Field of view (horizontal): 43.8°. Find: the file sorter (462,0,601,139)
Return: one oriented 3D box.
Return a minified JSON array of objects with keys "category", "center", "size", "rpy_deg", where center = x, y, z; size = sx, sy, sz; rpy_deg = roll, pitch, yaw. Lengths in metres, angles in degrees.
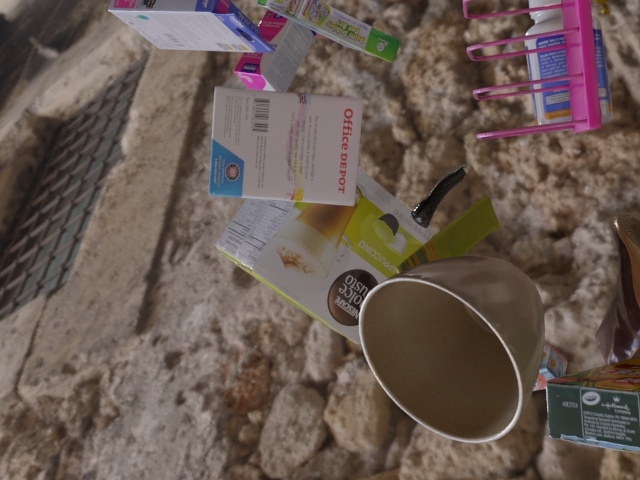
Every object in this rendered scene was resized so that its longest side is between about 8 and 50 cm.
[{"category":"file sorter","center":[0.324,-0.308,1.256],"size":[0.202,0.182,0.291],"rpy_deg":[-26,-70,-77]}]

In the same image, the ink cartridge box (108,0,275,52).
[{"category":"ink cartridge box","center":[-0.261,-0.458,1.661],"size":[0.185,0.311,0.065],"rpy_deg":[28,-105,-63]}]

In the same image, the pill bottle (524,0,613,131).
[{"category":"pill bottle","center":[0.493,-0.361,1.598],"size":[0.152,0.152,0.272],"rpy_deg":[-10,-87,-59]}]

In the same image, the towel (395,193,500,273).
[{"category":"towel","center":[0.256,0.013,1.585],"size":[0.021,0.237,0.102],"rpy_deg":[47,173,42]}]

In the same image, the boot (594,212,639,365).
[{"category":"boot","center":[0.527,0.091,1.389],"size":[0.090,0.207,0.248],"rpy_deg":[13,-144,-14]}]

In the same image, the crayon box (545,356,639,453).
[{"category":"crayon box","center":[0.481,0.209,1.064],"size":[0.318,0.202,0.081],"rpy_deg":[-3,-92,-38]}]

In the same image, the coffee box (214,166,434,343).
[{"category":"coffee box","center":[0.000,0.000,1.946],"size":[0.337,0.334,0.338],"rpy_deg":[37,174,-23]}]

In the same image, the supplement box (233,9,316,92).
[{"category":"supplement box","center":[-0.122,-0.509,2.162],"size":[0.114,0.111,0.220],"rpy_deg":[43,-113,-52]}]

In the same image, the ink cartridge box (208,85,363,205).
[{"category":"ink cartridge box","center":[-0.069,-0.177,1.518],"size":[0.197,0.269,0.198],"rpy_deg":[-136,50,-82]}]

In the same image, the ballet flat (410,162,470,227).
[{"category":"ballet flat","center":[0.266,-0.101,1.738],"size":[0.049,0.173,0.057],"rpy_deg":[44,177,-6]}]

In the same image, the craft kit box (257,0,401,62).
[{"category":"craft kit box","center":[0.014,-0.478,1.744],"size":[0.249,0.061,0.246],"rpy_deg":[17,-164,-31]}]

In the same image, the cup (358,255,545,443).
[{"category":"cup","center":[0.270,0.157,1.433],"size":[0.237,0.331,0.331],"rpy_deg":[-35,-86,-38]}]

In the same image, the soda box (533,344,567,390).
[{"category":"soda box","center":[0.402,0.267,1.605],"size":[0.058,0.183,0.063],"rpy_deg":[45,-131,-19]}]

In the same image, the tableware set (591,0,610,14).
[{"category":"tableware set","center":[0.696,-0.590,1.839],"size":[0.103,0.154,0.024],"rpy_deg":[18,-136,-19]}]
